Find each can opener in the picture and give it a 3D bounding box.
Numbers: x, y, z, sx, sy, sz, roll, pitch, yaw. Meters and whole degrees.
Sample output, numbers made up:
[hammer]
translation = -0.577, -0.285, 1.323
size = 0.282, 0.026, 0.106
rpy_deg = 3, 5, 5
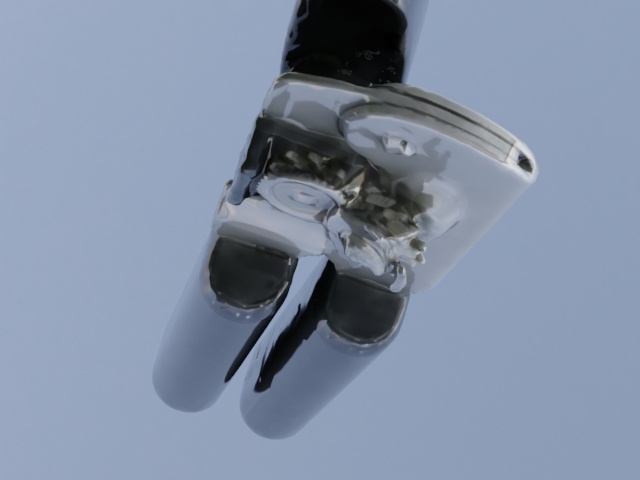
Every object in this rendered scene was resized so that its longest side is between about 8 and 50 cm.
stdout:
[can opener]
translation = 0.000, 0.000, 0.523
size = 0.074, 0.280, 0.093
rpy_deg = 19, -116, -5
